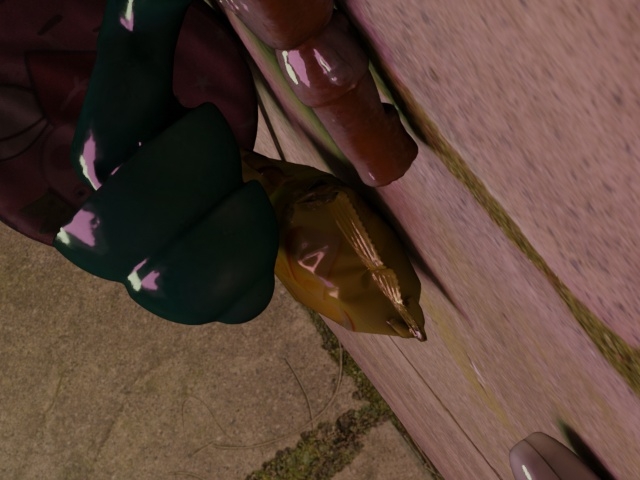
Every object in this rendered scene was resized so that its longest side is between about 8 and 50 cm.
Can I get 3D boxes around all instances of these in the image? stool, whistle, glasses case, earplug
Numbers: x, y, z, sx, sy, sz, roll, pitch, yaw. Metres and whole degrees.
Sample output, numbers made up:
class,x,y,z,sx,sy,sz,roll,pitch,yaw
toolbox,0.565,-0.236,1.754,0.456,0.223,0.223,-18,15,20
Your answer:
class,x,y,z,sx,sy,sz,roll,pitch,yaw
stool,-0.200,-0.140,1.320,0.272,0.272,0.178,56,-172,-28
whistle,-0.017,-0.119,0.786,0.220,0.057,0.107,54,175,-28
glasses case,0.215,0.233,1.021,0.233,0.059,0.092,51,176,23
earplug,-0.104,-0.073,1.094,0.280,0.257,0.164,55,-161,-5

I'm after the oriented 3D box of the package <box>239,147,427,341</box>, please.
class,x,y,z,sx,sy,sz,roll,pitch,yaw
package,0.000,0.000,1.200,0.168,0.090,0.226,53,167,-21
